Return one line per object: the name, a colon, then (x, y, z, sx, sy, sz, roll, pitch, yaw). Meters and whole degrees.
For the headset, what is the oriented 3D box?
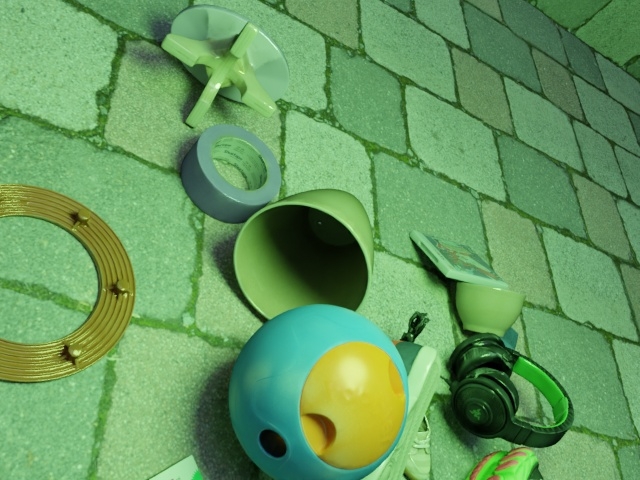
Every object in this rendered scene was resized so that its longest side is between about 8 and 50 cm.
headset: (0.348, 0.276, 1.352, 0.394, 0.185, 0.243, 19, 30, -1)

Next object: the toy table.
toy table: (-0.193, -0.362, 1.345, 0.274, 0.252, 0.161, 21, 34, -12)

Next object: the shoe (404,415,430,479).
shoe: (0.171, 0.360, 1.270, 0.076, 0.058, 0.219, 4, 60, -38)

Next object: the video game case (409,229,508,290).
video game case: (0.337, 0.048, 1.582, 0.201, 0.023, 0.183, 15, 24, -32)

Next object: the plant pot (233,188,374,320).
plant pot: (0.000, 0.000, 1.265, 0.256, 0.256, 0.274, 45, 27, -6)

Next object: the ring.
ring: (-0.444, 0.052, 0.993, 0.336, 0.032, 0.337, 22, 50, -28)

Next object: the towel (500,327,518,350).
towel: (0.446, 0.256, 1.589, 0.067, 0.029, 0.119, 44, 44, -7)

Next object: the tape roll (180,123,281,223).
tape roll: (-0.179, -0.134, 1.302, 0.189, 0.080, 0.189, 21, 50, -27)

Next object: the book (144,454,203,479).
book: (-0.230, 0.391, 0.942, 0.144, 0.035, 0.096, -20, 80, -46)

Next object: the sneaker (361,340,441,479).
sneaker: (0.095, 0.339, 1.194, 0.350, 0.148, 0.131, -59, 148, -27)

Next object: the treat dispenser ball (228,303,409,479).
treat dispenser ball: (-0.003, 0.247, 1.037, 0.288, 0.288, 0.288, 21, 51, -28)

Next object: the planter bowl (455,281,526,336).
planter bowl: (0.392, 0.167, 1.526, 0.162, 0.162, 0.109, 15, 84, -32)

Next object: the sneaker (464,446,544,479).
sneaker: (0.303, 0.563, 1.155, 0.483, 0.185, 0.202, -28, 84, -43)
